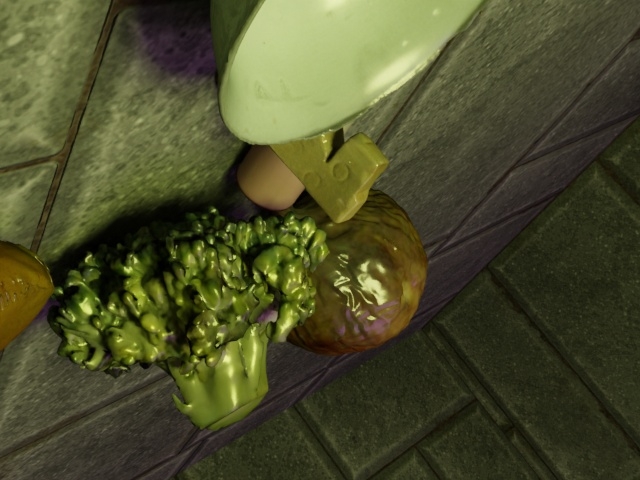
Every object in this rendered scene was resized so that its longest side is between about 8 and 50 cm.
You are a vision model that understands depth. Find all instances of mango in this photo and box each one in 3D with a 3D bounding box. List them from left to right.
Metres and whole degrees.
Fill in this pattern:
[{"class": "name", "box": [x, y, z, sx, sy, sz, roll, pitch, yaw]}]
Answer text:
[{"class": "mango", "box": [-0.352, 0.065, 0.743, 0.249, 0.156, 0.151, -16, 117, -55]}]

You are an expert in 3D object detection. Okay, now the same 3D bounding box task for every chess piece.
[{"class": "chess piece", "box": [-0.015, -0.116, 0.855, 0.090, 0.200, 0.090, -35, 165, -11]}]

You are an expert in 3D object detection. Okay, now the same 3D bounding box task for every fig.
[{"class": "fig", "box": [0.000, 0.000, 1.278, 0.286, 0.286, 0.368, -37, 133, -2]}]

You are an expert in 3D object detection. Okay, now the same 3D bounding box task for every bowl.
[{"class": "bowl", "box": [0.011, -0.233, 0.685, 0.313, 0.146, 0.313, -33, 162, -12]}]

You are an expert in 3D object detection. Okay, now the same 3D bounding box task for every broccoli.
[{"class": "broccoli", "box": [-0.151, 0.070, 1.035, 0.324, 0.272, 0.334, -55, 166, 2]}]

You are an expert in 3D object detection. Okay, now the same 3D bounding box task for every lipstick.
[{"class": "lipstick", "box": [0.007, -0.167, 0.968, 0.087, 0.087, 0.327, -21, 158, -46]}]

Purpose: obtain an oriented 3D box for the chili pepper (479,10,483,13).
[{"class": "chili pepper", "box": [0.154, -0.314, 0.944, 0.059, 0.050, 0.191, -36, 152, 6]}]
